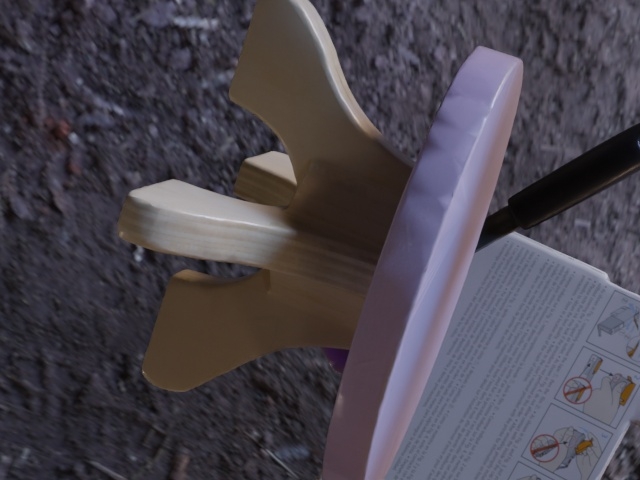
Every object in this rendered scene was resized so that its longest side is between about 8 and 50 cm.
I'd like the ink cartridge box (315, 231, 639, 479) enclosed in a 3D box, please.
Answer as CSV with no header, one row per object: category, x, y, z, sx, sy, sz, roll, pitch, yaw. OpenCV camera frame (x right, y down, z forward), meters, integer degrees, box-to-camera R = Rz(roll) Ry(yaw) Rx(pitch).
ink cartridge box,0.156,0.146,1.061,0.239,0.060,0.275,26,77,24

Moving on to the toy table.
toy table,0.000,0.000,0.815,0.161,0.252,0.274,21,93,12

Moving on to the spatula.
spatula,0.118,-0.006,0.990,0.296,0.030,0.084,-30,89,7
